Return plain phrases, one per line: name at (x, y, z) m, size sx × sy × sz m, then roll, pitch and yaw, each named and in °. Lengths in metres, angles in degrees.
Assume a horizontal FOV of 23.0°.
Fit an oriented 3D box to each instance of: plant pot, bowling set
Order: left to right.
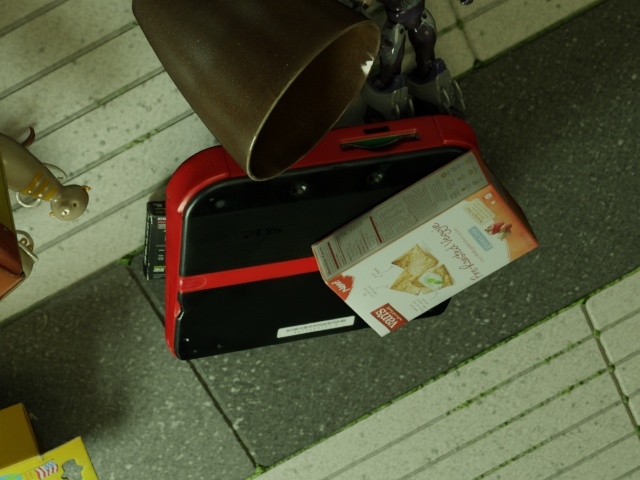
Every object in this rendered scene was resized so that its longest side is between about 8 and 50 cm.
bowling set at (-0.403, 0.036, 1.773) m, size 0.154 × 0.200 × 0.287 m, roll 35°, pitch 125°, yaw -30°
plant pot at (-0.089, -0.221, 1.724) m, size 0.230 × 0.215 × 0.215 m, roll 41°, pitch 106°, yaw 14°

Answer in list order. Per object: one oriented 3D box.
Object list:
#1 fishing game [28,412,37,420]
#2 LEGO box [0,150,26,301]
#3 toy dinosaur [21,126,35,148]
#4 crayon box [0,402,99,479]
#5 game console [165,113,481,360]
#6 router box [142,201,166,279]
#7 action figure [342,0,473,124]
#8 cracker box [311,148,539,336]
fishing game at (-0.500, 0.257, 1.940) m, size 0.264 × 0.041 × 0.189 m, roll 11°, pitch 138°, yaw -36°
LEGO box at (-0.494, -0.138, 1.498) m, size 0.193 × 0.500 × 0.372 m, roll -39°, pitch 121°, yaw 6°
toy dinosaur at (-0.373, -0.081, 1.839) m, size 0.082 × 0.090 × 0.047 m, roll -20°, pitch 113°, yaw 42°
crayon box at (-0.443, 0.307, 1.946) m, size 0.319 × 0.081 × 0.202 m, roll -20°, pitch 154°, yaw -11°
game console at (0.000, 0.000, 1.933) m, size 0.387 × 0.060 × 0.342 m, roll -9°, pitch 140°, yaw -15°
router box at (-0.157, -0.001, 1.943) m, size 0.122 × 0.038 × 0.092 m, roll -1°, pitch 120°, yaw -16°
action figure at (0.104, -0.253, 1.836) m, size 0.185 × 0.099 × 0.285 m, roll -27°, pitch 132°, yaw -21°
cracker box at (0.128, 0.007, 1.898) m, size 0.232 × 0.067 × 0.156 m, roll -31°, pitch 141°, yaw 13°
